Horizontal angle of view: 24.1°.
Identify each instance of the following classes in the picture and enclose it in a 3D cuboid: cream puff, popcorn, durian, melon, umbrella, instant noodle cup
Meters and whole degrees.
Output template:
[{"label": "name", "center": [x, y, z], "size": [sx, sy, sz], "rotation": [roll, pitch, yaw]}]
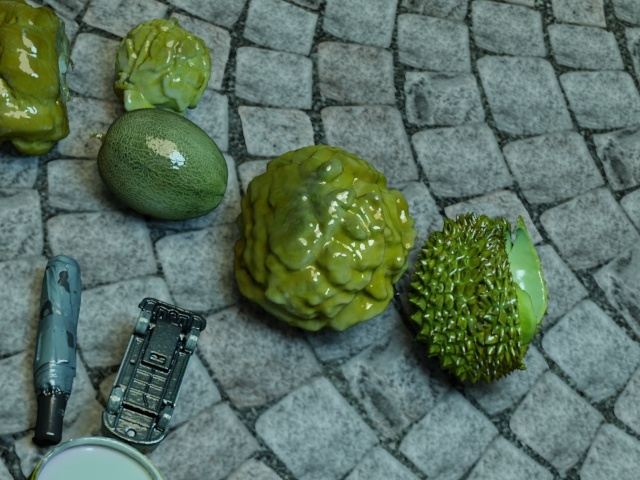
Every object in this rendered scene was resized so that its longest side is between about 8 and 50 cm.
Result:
[{"label": "cream puff", "center": [-0.415, -0.220, 1.943], "size": [0.194, 0.195, 0.221], "rotation": [3, 55, -17]}, {"label": "popcorn", "center": [-0.216, -0.234, 2.040], "size": [0.162, 0.135, 0.141], "rotation": [-29, 80, -33]}, {"label": "durian", "center": [0.205, 0.071, 1.961], "size": [0.176, 0.200, 0.237], "rotation": [5, 41, 14]}, {"label": "melon", "center": [-0.212, -0.102, 1.955], "size": [0.192, 0.139, 0.139], "rotation": [24, 55, -9]}, {"label": "umbrella", "center": [-0.321, 0.131, 1.827], "size": [0.052, 0.053, 0.250], "rotation": [9, 57, -15]}, {"label": "instant noodle cup", "center": [-0.264, 0.321, 1.652], "size": [0.205, 0.153, 0.205], "rotation": [14, 46, -15]}, {"label": "popcorn", "center": [0.008, -0.002, 1.940], "size": [0.225, 0.249, 0.249], "rotation": [18, 50, -44]}]

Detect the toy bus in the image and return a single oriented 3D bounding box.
[{"label": "toy bus", "center": [-0.208, 0.172, 1.819], "size": [0.087, 0.089, 0.194], "rotation": [19, 55, -5]}]
